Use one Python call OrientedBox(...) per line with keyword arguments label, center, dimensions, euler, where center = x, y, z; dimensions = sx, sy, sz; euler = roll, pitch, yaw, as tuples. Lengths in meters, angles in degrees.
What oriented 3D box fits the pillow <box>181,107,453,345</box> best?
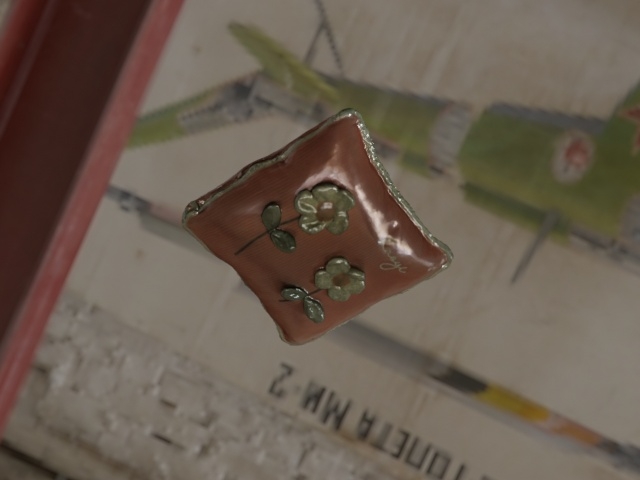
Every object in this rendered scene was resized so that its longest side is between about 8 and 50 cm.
OrientedBox(label="pillow", center=(0.000, 0.000, 1.301), dimensions=(0.179, 0.171, 0.075), euler=(53, -166, -31))
